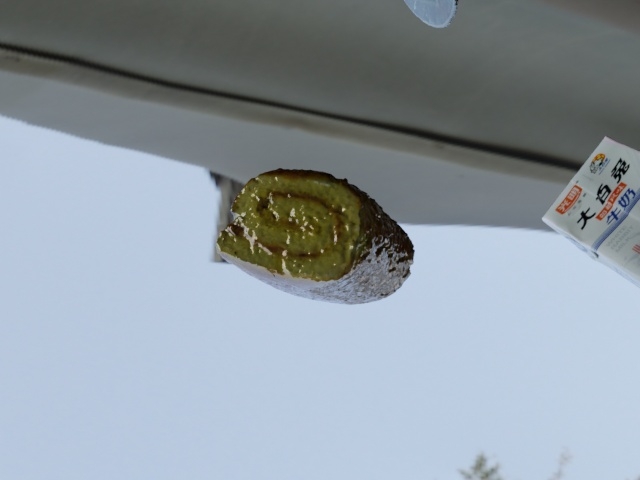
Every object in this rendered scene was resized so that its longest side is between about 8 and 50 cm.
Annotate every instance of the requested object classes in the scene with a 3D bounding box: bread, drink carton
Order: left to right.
[{"bbox_3d":[0.000,0.000,1.117,0.172,0.132,0.103,32,-111,-70],"label":"bread"},{"bbox_3d":[0.367,-0.008,1.389,0.107,0.315,0.130,37,-85,-22],"label":"drink carton"}]

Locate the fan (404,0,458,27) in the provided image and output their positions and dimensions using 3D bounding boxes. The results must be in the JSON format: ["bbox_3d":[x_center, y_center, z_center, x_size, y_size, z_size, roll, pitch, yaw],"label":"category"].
[{"bbox_3d":[0.092,-0.267,1.165,0.012,0.294,0.223,-25,-37,-11],"label":"fan"}]
